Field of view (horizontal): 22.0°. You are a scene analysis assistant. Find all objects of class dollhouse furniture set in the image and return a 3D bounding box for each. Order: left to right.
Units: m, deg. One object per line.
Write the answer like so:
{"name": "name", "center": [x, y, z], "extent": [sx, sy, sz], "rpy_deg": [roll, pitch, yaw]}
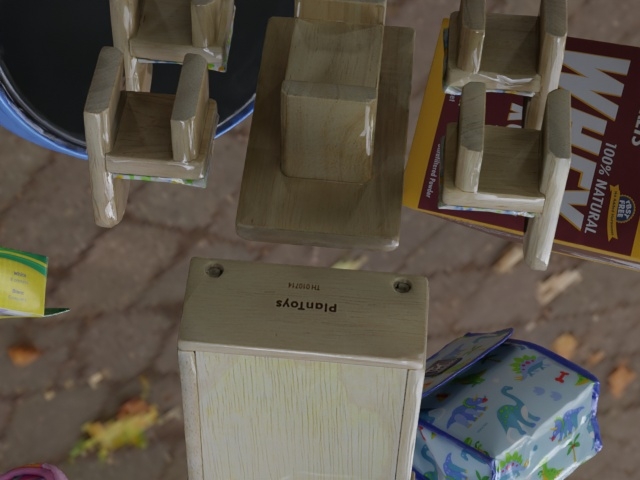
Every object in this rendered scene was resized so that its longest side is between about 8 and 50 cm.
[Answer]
{"name": "dollhouse furniture set", "center": [0.000, 0.000, 0.772], "extent": [0.212, 0.242, 0.161], "rpy_deg": [5, 141, 2]}

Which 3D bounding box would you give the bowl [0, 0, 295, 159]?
{"name": "bowl", "center": [-0.161, -0.250, 1.503], "extent": [0.391, 0.077, 0.391], "rpy_deg": [-17, 123, -27]}

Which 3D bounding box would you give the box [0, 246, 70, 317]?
{"name": "box", "center": [-0.244, 0.021, 0.973], "extent": [0.105, 0.043, 0.179], "rpy_deg": [-6, 164, 39]}

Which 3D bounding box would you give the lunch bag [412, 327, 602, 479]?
{"name": "lunch bag", "center": [0.122, 0.134, 1.278], "extent": [0.129, 0.151, 0.096], "rpy_deg": [-31, 129, -30]}

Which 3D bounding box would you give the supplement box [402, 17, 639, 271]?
{"name": "supplement box", "center": [0.191, -0.053, 1.102], "extent": [0.194, 0.191, 0.129], "rpy_deg": [15, 89, -57]}

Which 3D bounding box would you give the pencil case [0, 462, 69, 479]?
{"name": "pencil case", "center": [-0.151, 0.283, 1.257], "extent": [0.124, 0.124, 0.284], "rpy_deg": [-42, 125, 5]}
